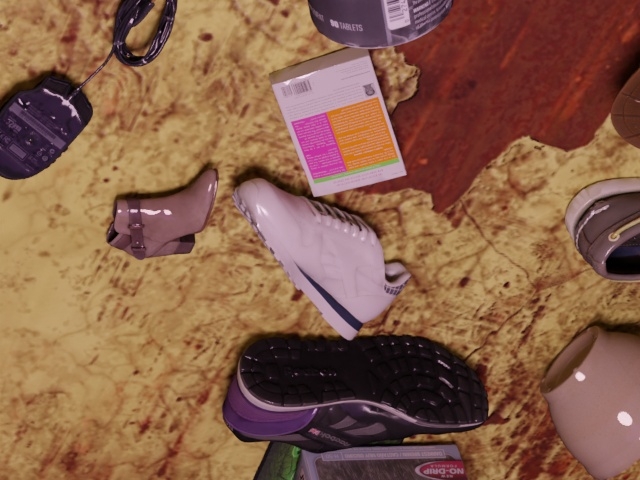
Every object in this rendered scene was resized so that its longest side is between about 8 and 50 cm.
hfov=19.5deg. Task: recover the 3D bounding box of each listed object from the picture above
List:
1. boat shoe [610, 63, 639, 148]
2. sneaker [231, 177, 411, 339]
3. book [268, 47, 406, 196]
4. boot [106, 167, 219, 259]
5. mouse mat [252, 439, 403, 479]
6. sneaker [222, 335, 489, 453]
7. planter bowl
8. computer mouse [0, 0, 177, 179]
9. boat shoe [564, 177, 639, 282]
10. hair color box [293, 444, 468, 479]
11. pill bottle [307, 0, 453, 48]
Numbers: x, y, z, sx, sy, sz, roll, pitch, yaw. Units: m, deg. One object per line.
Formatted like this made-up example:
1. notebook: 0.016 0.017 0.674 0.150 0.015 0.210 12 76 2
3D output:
1. boat shoe: 0.374 -0.203 1.728 0.104 0.089 0.285 39 127 -7
2. sneaker: 0.000 0.000 1.836 0.095 0.090 0.235 -37 136 6
3. book: 0.017 -0.111 1.773 0.096 0.035 0.144 -17 131 4
4. boot: -0.155 -0.028 1.792 0.087 0.042 0.118 10 126 -19
5. mouse mat: -0.001 0.268 2.103 0.152 0.007 0.190 9 126 -21
6. sneaker: 0.034 0.172 1.988 0.283 0.107 0.124 8 142 -16
7. planter bowl: 0.307 0.161 2.010 0.109 0.162 0.162 40 113 -7
8. computer mouse: -0.216 -0.147 1.685 0.242 0.041 0.071 -42 110 14
9. boat shoe: 0.409 -0.017 1.913 0.305 0.091 0.109 -8 131 -8
10. hair color box: 0.043 0.402 2.150 0.185 0.114 0.374 1 131 -16
11. pill bottle: 0.036 -0.294 1.560 0.130 0.130 0.246 -14 131 -2
